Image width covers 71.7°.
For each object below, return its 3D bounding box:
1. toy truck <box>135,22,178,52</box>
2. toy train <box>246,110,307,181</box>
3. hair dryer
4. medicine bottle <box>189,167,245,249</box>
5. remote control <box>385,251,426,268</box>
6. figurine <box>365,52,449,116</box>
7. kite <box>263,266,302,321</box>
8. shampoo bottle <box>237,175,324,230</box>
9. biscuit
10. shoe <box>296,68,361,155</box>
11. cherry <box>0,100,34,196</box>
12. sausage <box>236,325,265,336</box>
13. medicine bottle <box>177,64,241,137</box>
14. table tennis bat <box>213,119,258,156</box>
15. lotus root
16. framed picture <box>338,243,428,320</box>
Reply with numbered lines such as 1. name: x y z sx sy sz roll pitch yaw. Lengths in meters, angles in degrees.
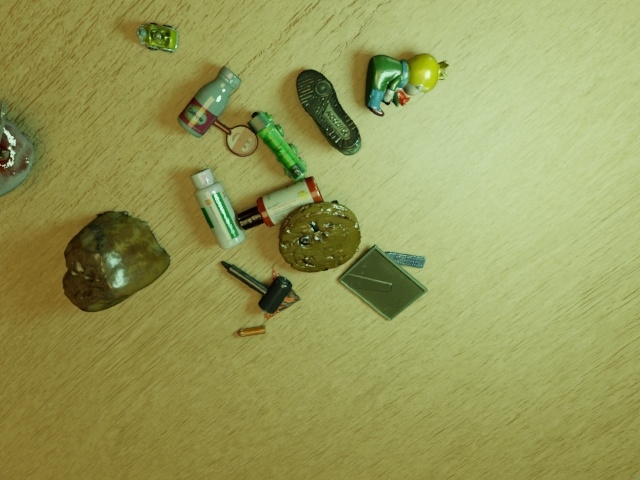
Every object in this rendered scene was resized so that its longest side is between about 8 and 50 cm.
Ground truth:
1. toy truck: -0.470 -0.582 1.264 0.111 0.077 0.076 7 108 -6
2. toy train: -0.128 -0.288 1.364 0.085 0.119 0.251 -37 106 8
3. hair dryer: -0.229 0.135 1.531 0.256 0.070 0.128 36 105 -6
4. medicine bottle: -0.334 -0.102 1.429 0.095 0.095 0.259 -19 110 3
5. remote control: 0.294 0.065 1.558 0.153 0.027 0.043 11 104 -8
6. figurine: 0.257 -0.464 1.328 0.235 0.127 0.184 -2 114 -13
7. kite: -0.128 0.203 1.592 0.125 0.008 0.222 8 109 -8
8. shampoo bottle: -0.133 -0.109 1.431 0.279 0.104 0.104 -22 109 4
9. biscuit: 0.000 0.001 1.445 0.297 0.075 0.295 -6 131 -7
10. shoe: 0.027 -0.374 1.352 0.109 0.149 0.292 -33 76 3
11. cherry: -1.001 -0.253 1.239 0.327 0.335 0.290 -19 121 -42
12. sausage: -0.254 0.333 1.616 0.107 0.031 0.031 -10 109 -1
13. medicine bottle: -0.329 -0.415 1.323 0.090 0.090 0.216 40 102 -15
14. table tennis bat: -0.270 -0.329 1.396 0.155 0.019 0.098 34 104 -16
15. lotus root: -0.695 0.075 1.413 0.317 0.250 0.315 2 109 7
16. framed picture: 0.221 0.156 1.573 0.265 0.018 0.192 40 112 -16
